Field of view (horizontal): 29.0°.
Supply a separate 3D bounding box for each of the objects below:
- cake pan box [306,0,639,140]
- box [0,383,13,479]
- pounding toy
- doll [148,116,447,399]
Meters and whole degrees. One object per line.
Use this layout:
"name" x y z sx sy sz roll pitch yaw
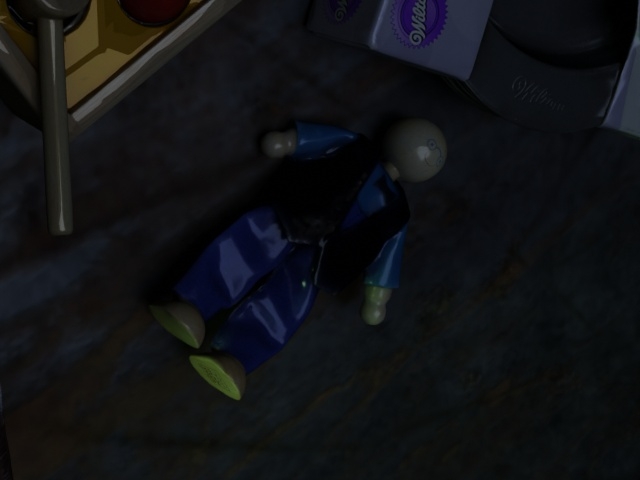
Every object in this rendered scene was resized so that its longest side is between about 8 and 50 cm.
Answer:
"cake pan box" 0.138 -0.196 0.683 0.246 0.070 0.267 14 99 -33
"box" -0.242 0.042 0.456 0.203 0.167 0.168 -14 113 -29
"pounding toy" -0.112 -0.103 0.531 0.141 0.100 0.130 -43 123 -14
"doll" 0.000 0.000 0.672 0.189 0.046 0.129 -45 115 -20
